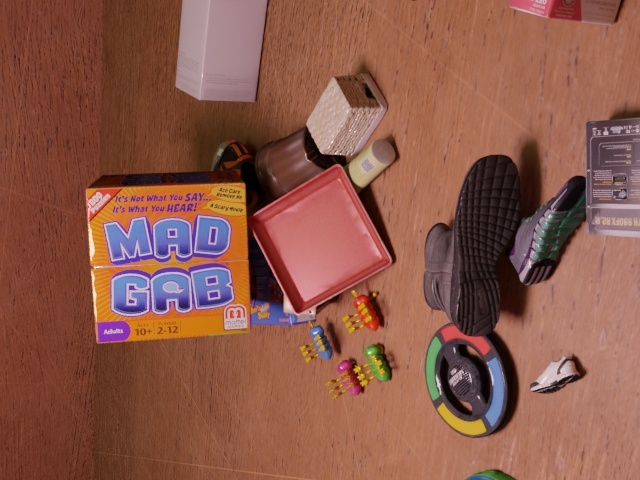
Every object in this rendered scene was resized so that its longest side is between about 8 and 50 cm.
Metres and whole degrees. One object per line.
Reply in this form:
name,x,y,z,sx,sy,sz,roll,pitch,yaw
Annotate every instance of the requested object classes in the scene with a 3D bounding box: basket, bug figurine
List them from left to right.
basket,0.054,-0.281,1.800,0.167,0.103,0.113,-54,52,43
bug figurine,0.071,0.248,1.873,0.279,0.072,0.216,-38,69,46

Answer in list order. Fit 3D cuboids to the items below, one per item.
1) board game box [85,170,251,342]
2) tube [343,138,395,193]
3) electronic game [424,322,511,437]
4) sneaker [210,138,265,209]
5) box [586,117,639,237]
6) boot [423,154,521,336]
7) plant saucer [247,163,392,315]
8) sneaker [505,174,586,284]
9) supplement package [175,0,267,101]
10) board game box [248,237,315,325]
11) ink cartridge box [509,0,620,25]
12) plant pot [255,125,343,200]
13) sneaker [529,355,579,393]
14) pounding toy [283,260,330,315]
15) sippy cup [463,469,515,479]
board game box,-0.367,0.023,1.984,0.356,0.356,0.357,-136,44,-77
tube,0.087,-0.152,1.818,0.240,0.062,0.070,-39,19,57
electronic game,0.285,0.273,1.578,0.229,0.048,0.229,11,104,55
sneaker,-0.259,-0.111,2.269,0.180,0.124,0.321,50,133,42
box,0.506,-0.094,1.195,0.231,0.056,0.183,4,98,56
boot,0.258,-0.006,1.498,0.223,0.118,0.338,-133,51,-71
plant saucer,0.000,0.000,1.827,0.258,0.047,0.259,-30,79,14
sneaker,0.377,-0.032,1.376,0.098,0.083,0.224,57,138,42
supplement package,-0.272,-0.541,2.186,0.177,0.175,0.293,35,123,50
board game box,-0.149,0.107,2.174,0.347,0.078,0.233,-6,89,56
ink cartridge box,0.398,-0.448,1.219,0.092,0.158,0.218,38,125,49
plant pot,-0.043,-0.190,1.918,0.165,0.167,0.167,-26,73,47
sneaker,0.408,0.237,1.407,0.109,0.040,0.044,-43,43,46
pounding toy,-0.016,0.059,1.952,0.094,0.181,0.206,5,100,16
sippy cup,0.264,0.569,1.491,0.240,0.224,0.306,31,119,51
